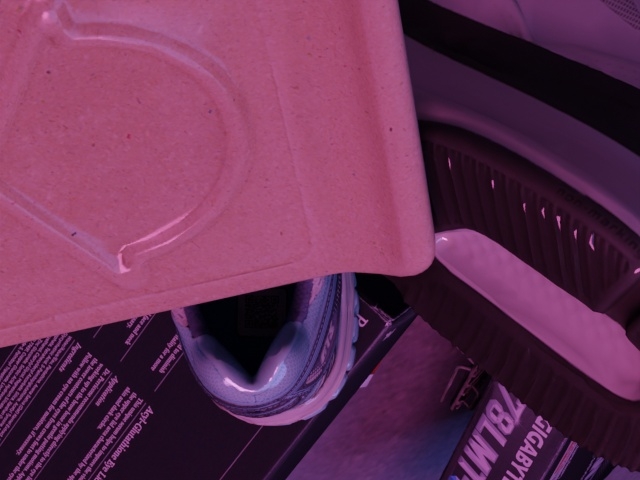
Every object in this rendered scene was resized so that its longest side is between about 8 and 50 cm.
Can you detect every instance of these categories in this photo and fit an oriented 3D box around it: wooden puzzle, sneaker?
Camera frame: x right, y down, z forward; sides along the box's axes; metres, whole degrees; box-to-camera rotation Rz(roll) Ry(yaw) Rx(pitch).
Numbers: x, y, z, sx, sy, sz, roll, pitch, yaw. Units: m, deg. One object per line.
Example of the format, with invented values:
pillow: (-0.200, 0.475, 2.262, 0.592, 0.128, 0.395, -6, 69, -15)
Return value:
wooden puzzle: (-0.151, -0.087, 0.659, 0.348, 0.080, 0.322, -9, 134, 3)
sneaker: (-0.033, -0.052, 0.938, 0.110, 0.283, 0.122, -10, 177, 7)
sneaker: (0.074, -0.114, 0.838, 0.257, 0.447, 0.169, -36, 151, -27)

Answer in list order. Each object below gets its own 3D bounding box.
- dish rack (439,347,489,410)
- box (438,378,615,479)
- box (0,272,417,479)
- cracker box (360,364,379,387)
dish rack: (0.147, -0.013, 1.258, 0.208, 0.074, 0.271, -42, 164, -30)
box: (0.189, 0.108, 1.392, 0.293, 0.073, 0.295, -41, 160, -38)
box: (-0.083, 0.065, 1.097, 0.261, 0.184, 0.103, -52, 169, 26)
cracker box: (0.000, 0.000, 1.208, 0.156, 0.067, 0.232, -6, 138, -38)
